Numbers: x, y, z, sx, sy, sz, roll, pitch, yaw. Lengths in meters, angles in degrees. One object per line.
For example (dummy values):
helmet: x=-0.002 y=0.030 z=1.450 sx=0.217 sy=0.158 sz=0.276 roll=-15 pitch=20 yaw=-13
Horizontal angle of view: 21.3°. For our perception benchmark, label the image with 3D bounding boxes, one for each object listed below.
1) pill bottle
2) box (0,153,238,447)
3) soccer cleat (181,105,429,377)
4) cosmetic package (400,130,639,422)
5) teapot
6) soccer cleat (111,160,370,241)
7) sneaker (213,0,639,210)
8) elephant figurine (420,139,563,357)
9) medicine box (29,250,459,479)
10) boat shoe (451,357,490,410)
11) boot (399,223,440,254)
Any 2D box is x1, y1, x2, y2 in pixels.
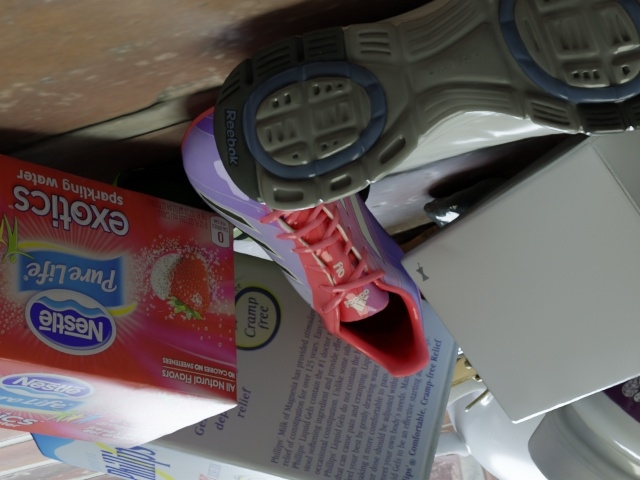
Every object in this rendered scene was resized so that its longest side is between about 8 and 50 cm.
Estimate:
pill bottle: x=0.307 y=0.091 z=1.417 sx=0.169 sy=0.169 sz=0.301 roll=6 pitch=122 yaw=-53
box: x=-0.181 y=0.035 z=1.010 sx=0.257 sy=0.128 sz=0.122 roll=16 pitch=152 yaw=-40
soccer cleat: x=0.000 y=0.000 z=1.058 sx=0.083 sy=0.095 sz=0.248 roll=-35 pitch=140 yaw=5
cosmetic package: x=0.209 y=-0.019 z=1.043 sx=0.224 sy=0.138 sz=0.224 roll=-33 pitch=179 yaw=-30
teapot: x=0.228 y=0.113 z=1.634 sx=0.252 sy=0.256 sz=0.187 roll=9 pitch=151 yaw=13
soccer cleat: x=-0.051 y=-0.030 z=1.110 sx=0.179 sy=0.060 sz=0.072 roll=-7 pitch=166 yaw=-11
sneaker: x=0.092 y=-0.098 z=0.916 sx=0.297 sy=0.111 sz=0.129 roll=-12 pitch=-176 yaw=14
elephant figurine: x=0.156 y=0.025 z=1.331 sx=0.186 sy=0.169 sz=0.239 roll=32 pitch=167 yaw=-9
medicine box: x=-0.064 y=0.112 z=1.279 sx=0.289 sy=0.149 sz=0.263 roll=14 pitch=164 yaw=-1
boat shoe: x=0.193 y=0.068 z=1.493 sx=0.285 sy=0.089 sz=0.104 roll=-30 pitch=161 yaw=-17
boot: x=0.097 y=0.017 z=1.471 sx=0.158 sy=0.059 sz=0.084 roll=-18 pitch=-179 yaw=14
